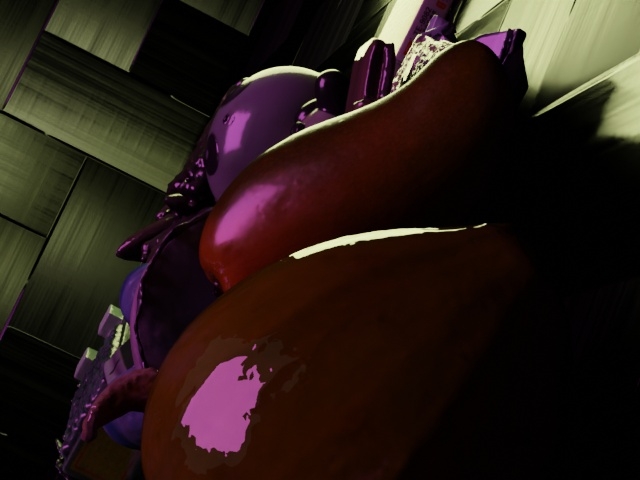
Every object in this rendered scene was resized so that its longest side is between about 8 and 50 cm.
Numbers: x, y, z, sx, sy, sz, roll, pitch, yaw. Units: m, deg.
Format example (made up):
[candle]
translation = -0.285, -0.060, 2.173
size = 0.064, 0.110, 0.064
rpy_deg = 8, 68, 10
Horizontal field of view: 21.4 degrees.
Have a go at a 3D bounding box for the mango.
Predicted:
[mango]
translation = 0.036, -0.037, 1.355
size = 0.289, 0.129, 0.146
rpy_deg = -29, 55, 13

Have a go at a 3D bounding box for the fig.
[fig]
translation = 0.033, 0.101, 0.987
size = 0.271, 0.239, 0.239
rpy_deg = -53, 12, 7

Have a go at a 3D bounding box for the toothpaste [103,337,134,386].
[toothpaste]
translation = -0.064, 0.026, 1.738
size = 0.392, 0.061, 0.099
rpy_deg = -39, 19, -1

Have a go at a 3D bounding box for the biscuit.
[biscuit]
translation = 0.111, -0.114, 1.533
size = 0.309, 0.079, 0.186
rpy_deg = -120, 54, -78

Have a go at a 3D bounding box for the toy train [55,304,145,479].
[toy train]
translation = -0.180, 0.187, 1.880
size = 0.159, 0.188, 0.272
rpy_deg = -59, 11, 20

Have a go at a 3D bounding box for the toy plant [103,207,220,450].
[toy plant]
translation = -0.086, 0.112, 1.560
size = 0.247, 0.247, 0.332
rpy_deg = -68, 10, -20

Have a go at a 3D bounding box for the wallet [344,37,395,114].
[wallet]
translation = 0.040, -0.104, 1.531
size = 0.118, 0.038, 0.153
rpy_deg = -161, 83, -83

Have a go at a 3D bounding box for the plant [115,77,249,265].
[plant]
translation = -0.115, -0.040, 2.093
size = 0.321, 0.194, 0.181
rpy_deg = -65, 7, -24

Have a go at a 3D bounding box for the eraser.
[eraser]
translation = 0.104, -0.245, 1.960
size = 0.230, 0.038, 0.157
rpy_deg = -64, 11, -6

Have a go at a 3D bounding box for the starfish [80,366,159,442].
[starfish]
translation = -0.152, 0.330, 1.261
size = 0.432, 0.324, 0.082
rpy_deg = -58, -19, 11

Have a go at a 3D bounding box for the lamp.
[lamp]
translation = -0.030, -0.101, 1.907
size = 0.198, 0.197, 0.244
rpy_deg = -65, 20, -10
